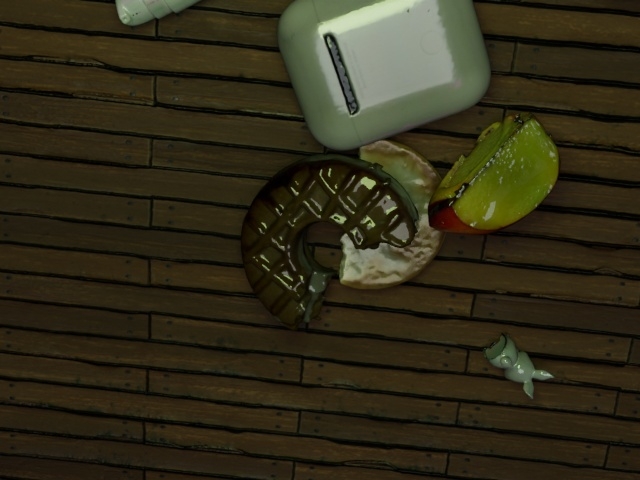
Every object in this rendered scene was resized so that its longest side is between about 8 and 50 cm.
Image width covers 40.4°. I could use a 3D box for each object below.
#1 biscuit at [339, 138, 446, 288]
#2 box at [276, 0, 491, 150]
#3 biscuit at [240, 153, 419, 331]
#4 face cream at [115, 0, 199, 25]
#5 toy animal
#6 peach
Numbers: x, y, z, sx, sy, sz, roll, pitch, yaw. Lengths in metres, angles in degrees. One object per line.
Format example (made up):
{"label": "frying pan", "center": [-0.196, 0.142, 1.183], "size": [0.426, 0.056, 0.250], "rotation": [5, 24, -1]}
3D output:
{"label": "biscuit", "center": [0.147, -0.045, 1.698], "size": [0.204, 0.040, 0.309], "rotation": [8, 109, 1]}
{"label": "box", "center": [0.114, -0.331, 1.551], "size": [0.348, 0.141, 0.289], "rotation": [-18, 108, 9]}
{"label": "biscuit", "center": [-0.006, -0.019, 1.650], "size": [0.268, 0.115, 0.366], "rotation": [47, 113, 0]}
{"label": "face cream", "center": [-0.204, -0.486, 1.538], "size": [0.345, 0.102, 0.102], "rotation": [-24, 106, 11]}
{"label": "toy animal", "center": [0.399, 0.251, 1.769], "size": [0.124, 0.085, 0.071], "rotation": [42, 88, -16]}
{"label": "peach", "center": [0.321, -0.099, 1.605], "size": [0.154, 0.159, 0.267], "rotation": [39, 95, -10]}
